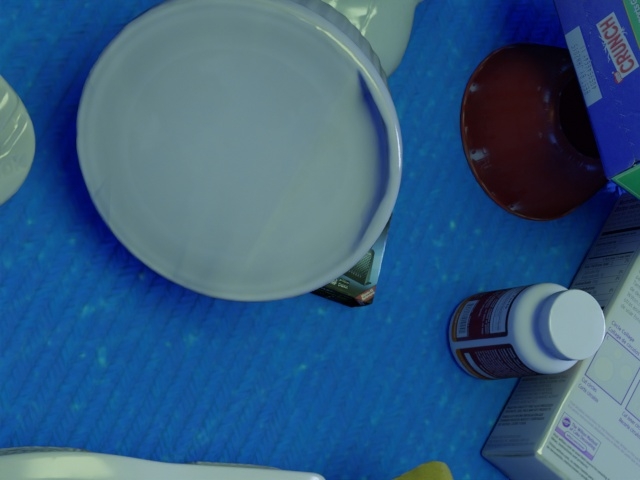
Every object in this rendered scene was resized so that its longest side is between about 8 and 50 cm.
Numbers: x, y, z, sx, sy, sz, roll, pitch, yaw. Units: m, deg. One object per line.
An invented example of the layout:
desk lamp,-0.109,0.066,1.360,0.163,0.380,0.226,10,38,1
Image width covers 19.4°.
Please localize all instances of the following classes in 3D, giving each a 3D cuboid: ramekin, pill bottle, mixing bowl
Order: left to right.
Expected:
ramekin,-0.059,-0.094,1.579,0.273,0.273,0.127,53,21,-14
pill bottle,0.194,0.085,1.754,0.086,0.152,0.086,4,82,-30
mixing bowl,0.239,-0.115,1.839,0.181,0.098,0.181,5,81,-31

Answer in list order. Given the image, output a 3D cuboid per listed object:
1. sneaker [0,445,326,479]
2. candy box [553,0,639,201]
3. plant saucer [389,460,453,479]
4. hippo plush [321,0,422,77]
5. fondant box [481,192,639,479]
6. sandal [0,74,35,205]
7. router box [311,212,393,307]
sneaker,-0.154,0.251,1.545,0.350,0.131,0.148,9,83,-26
candy box,0.371,-0.129,1.798,0.317,0.122,0.268,27,42,-42
plant saucer,0.023,0.400,1.591,0.333,0.081,0.333,-22,116,-30
hippo plush,0.045,-0.251,1.716,0.294,0.234,0.236,39,92,-15
fondant box,0.337,0.144,1.863,0.238,0.096,0.330,40,67,-20
sandal,-0.393,-0.181,1.487,0.169,0.102,0.416,-40,117,-13
router box,0.000,0.000,1.718,0.122,0.038,0.092,20,73,-27
